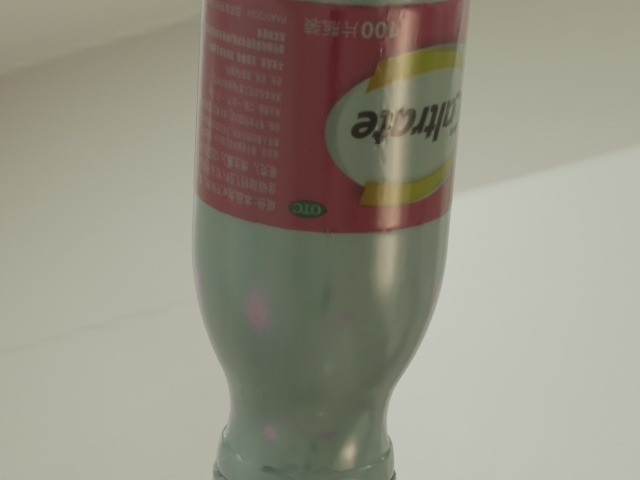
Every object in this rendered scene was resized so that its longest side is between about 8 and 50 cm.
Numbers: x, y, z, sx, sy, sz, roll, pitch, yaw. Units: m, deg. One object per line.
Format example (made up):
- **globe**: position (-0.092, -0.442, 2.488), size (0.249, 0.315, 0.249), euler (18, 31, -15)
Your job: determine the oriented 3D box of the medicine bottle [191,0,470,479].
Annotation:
- **medicine bottle**: position (0.000, 0.000, 0.618), size (0.090, 0.090, 0.217), euler (-3, -70, -18)
